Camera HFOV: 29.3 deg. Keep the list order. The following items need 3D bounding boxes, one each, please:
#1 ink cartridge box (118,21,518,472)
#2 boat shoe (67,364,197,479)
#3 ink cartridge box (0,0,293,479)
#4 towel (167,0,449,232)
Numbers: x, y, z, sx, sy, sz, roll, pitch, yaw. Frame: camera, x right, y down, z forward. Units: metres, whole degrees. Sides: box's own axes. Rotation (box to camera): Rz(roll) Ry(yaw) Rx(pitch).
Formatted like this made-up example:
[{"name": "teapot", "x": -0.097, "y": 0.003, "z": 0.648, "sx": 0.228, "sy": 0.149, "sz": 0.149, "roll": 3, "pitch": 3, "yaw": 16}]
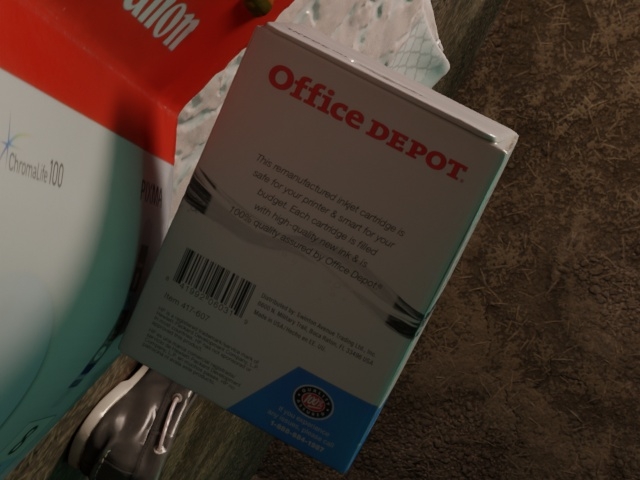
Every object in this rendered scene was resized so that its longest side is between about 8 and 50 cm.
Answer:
[{"name": "ink cartridge box", "x": 0.000, "y": 0.000, "z": 0.682, "sx": 0.203, "sy": 0.148, "sz": 0.086, "roll": -64, "pitch": 172, "yaw": 16}, {"name": "boat shoe", "x": -0.146, "y": 0.153, "z": 1.331, "sx": 0.335, "sy": 0.095, "sz": 0.112, "roll": -52, "pitch": 169, "yaw": -48}, {"name": "ink cartridge box", "x": -0.117, "y": -0.016, "z": 0.587, "sx": 0.385, "sy": 0.091, "sz": 0.308, "roll": -45, "pitch": 172, "yaw": 2}, {"name": "towel", "x": -0.030, "y": -0.093, "z": 0.898, "sx": 0.332, "sy": 0.053, "sz": 0.317, "roll": -51, "pitch": 156, "yaw": -9}]
